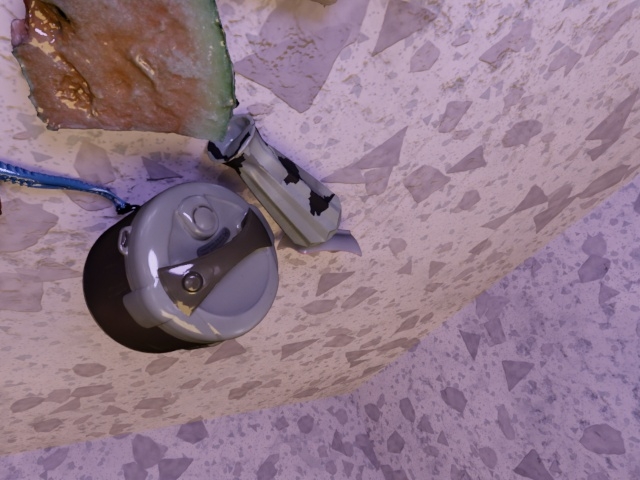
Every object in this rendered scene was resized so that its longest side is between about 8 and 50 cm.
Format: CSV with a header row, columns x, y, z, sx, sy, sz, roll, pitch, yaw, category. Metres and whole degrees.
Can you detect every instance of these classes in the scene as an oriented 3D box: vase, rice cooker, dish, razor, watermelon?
x,y,z,sx,sy,sz,roll,pitch,yaw,category
-0.087,-0.121,0.905,0.165,0.165,0.360,-33,141,13,vase
-0.266,0.061,0.825,0.326,0.334,0.335,-21,154,37,rice cooker
0.000,0.000,1.144,0.213,0.077,0.151,4,-178,-35,dish
-0.487,-0.100,0.774,0.253,0.042,0.082,16,162,-42,razor
-0.267,-0.290,0.580,0.303,0.151,0.264,2,145,-6,watermelon

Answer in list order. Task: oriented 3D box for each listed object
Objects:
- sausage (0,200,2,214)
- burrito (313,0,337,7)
x,y,z,sx,sy,sz,roll,pitch,yaw,category
-0.603,-0.144,0.583,0.093,0.097,0.348,-57,160,-32,sausage
-0.053,-0.408,0.601,0.226,0.060,0.086,-6,137,-27,burrito
